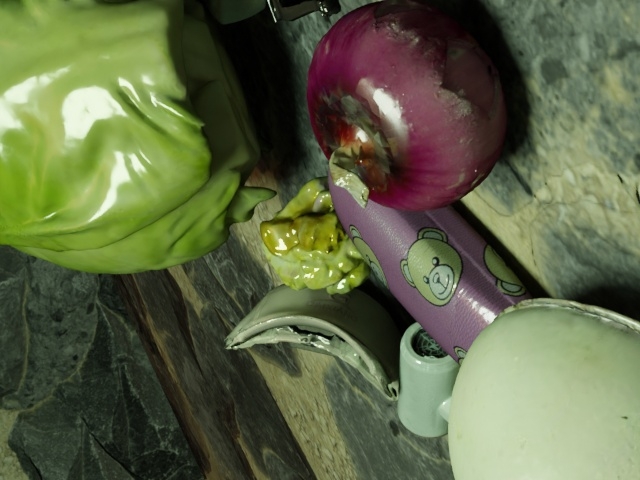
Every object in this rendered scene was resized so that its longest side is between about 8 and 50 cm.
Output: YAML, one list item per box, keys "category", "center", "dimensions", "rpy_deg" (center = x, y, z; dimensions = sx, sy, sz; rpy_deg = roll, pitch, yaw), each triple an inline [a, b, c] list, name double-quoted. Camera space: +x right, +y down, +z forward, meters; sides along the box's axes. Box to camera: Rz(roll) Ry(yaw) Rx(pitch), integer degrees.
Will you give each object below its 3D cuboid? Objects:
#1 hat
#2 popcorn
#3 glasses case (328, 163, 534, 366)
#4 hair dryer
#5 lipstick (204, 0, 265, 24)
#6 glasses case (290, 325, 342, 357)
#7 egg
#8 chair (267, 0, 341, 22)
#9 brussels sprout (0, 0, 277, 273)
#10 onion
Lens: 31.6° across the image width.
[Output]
- category: "hat"
  center: [0.001, 0.089, 1.273]
  dimensions: [0.219, 0.164, 0.226]
  rpy_deg: [16, 153, 6]
- category: "popcorn"
  center: [0.000, 0.000, 1.255]
  dimensions: [0.126, 0.125, 0.145]
  rpy_deg: [61, -178, -28]
- category: "glasses case"
  center: [0.107, 0.023, 1.069]
  dimensions: [0.316, 0.076, 0.123]
  rpy_deg: [49, 156, 32]
- category: "hair dryer"
  center: [0.166, 0.196, 1.164]
  dimensions: [0.236, 0.073, 0.131]
  rpy_deg: [46, 154, 34]
- category: "lipstick"
  center: [-0.091, -0.323, 1.127]
  dimensions: [0.079, 0.077, 0.253]
  rpy_deg: [60, 166, 22]
- category: "glasses case"
  center: [0.002, 0.112, 1.509]
  dimensions: [0.205, 0.047, 0.071]
  rpy_deg: [-2, 109, 70]
- category: "egg"
  center: [0.188, 0.190, 0.870]
  dimensions: [0.264, 0.174, 0.286]
  rpy_deg: [58, 153, -13]
- category: "chair"
  center: [-0.018, -0.256, 0.986]
  dimensions: [0.229, 0.113, 0.106]
  rpy_deg: [14, 126, 62]
- category: "brussels sprout"
  center: [-0.264, -0.129, 1.285]
  dimensions: [0.425, 0.361, 0.342]
  rpy_deg: [61, -170, -66]
- category: "onion"
  center: [0.064, -0.106, 0.907]
  dimensions: [0.177, 0.153, 0.177]
  rpy_deg: [161, 90, -83]
